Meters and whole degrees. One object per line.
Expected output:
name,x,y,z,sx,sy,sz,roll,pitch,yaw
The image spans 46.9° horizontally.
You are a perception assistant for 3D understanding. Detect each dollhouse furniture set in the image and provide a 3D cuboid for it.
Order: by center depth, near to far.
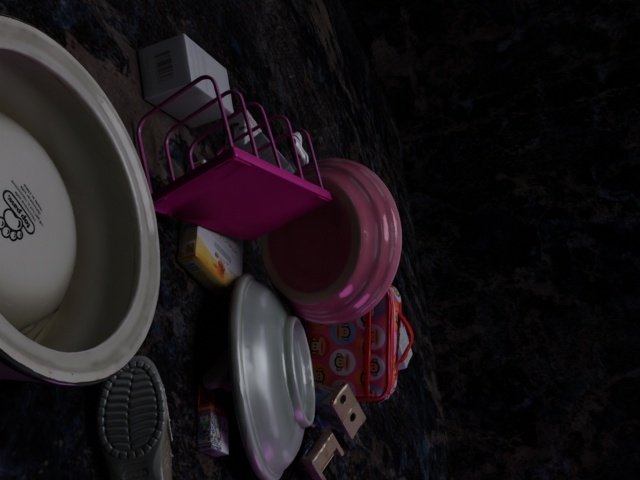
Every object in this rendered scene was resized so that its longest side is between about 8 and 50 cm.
dollhouse furniture set,-0.014,0.412,1.650,0.183,0.129,0.129,-50,129,-34

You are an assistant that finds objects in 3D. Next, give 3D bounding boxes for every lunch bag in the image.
lunch bag,0.096,0.242,1.789,0.120,0.258,0.293,14,76,-70

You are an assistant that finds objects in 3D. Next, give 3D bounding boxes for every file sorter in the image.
file sorter,-0.157,-0.143,1.336,0.291,0.202,0.182,20,50,-55

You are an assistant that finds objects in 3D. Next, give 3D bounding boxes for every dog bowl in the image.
dog bowl,-0.348,-0.030,0.816,0.408,0.150,0.407,-14,90,-74

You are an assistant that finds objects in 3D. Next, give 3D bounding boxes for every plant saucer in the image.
plant saucer,-0.079,0.256,1.425,0.400,0.101,0.400,-10,90,-84
plant saucer,0.000,0.000,1.449,0.084,0.332,0.332,5,70,-51

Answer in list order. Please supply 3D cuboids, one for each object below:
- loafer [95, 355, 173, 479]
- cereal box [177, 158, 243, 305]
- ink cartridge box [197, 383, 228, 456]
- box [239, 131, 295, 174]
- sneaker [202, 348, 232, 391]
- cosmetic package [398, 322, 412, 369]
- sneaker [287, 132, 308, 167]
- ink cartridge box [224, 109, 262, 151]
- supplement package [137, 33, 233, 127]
loafer,-0.250,0.283,1.008,0.087,0.094,0.251,141,-55,-81
cereal box,-0.208,-0.017,1.443,0.173,0.047,0.240,53,28,-48
ink cartridge box,-0.185,0.308,1.272,0.063,0.029,0.115,50,30,-55
box,-0.132,-0.142,1.589,0.137,0.126,0.072,51,-1,37
sneaker,-0.168,0.251,1.338,0.134,0.051,0.070,-63,131,-72
cosmetic package,0.179,0.302,2.270,0.151,0.152,0.183,-32,106,-74
sneaker,-0.069,-0.262,2.158,0.044,0.040,0.109,-27,99,-57
ink cartridge box,-0.177,-0.219,1.712,0.099,0.056,0.135,53,27,-53
supplement package,-0.258,-0.304,1.431,0.179,0.105,0.105,28,49,-68
